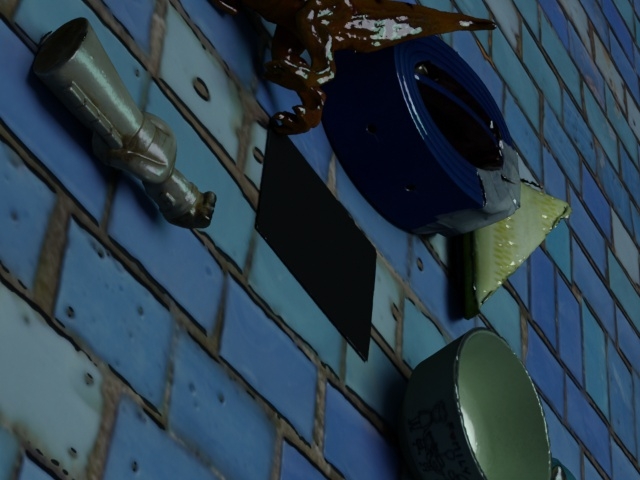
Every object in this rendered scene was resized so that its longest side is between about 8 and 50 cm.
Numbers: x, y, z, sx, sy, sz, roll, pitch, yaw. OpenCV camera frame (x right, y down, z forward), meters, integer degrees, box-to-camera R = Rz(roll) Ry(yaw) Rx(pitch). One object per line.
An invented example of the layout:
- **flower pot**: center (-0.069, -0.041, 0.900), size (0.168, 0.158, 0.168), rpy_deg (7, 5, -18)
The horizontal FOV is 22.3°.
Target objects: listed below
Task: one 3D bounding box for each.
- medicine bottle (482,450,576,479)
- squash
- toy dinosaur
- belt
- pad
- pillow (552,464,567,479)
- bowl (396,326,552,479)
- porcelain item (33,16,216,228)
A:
- **medicine bottle**: center (0.251, 0.315, 1.980), size (0.258, 0.079, 0.124), rpy_deg (28, 49, -57)
- **squash**: center (0.246, 0.037, 2.125), size (0.169, 0.093, 0.252), rpy_deg (21, 48, -21)
- **toy dinosaur**: center (0.001, -0.217, 1.714), size (0.432, 0.097, 0.208), rpy_deg (23, 63, -33)
- **belt**: center (0.126, -0.128, 1.957), size (0.347, 0.117, 0.212), rpy_deg (31, 45, -55)
- **pad**: center (0.000, 0.000, 1.740), size (0.243, 0.004, 0.163), rpy_deg (51, 32, -39)
- **pillow**: center (0.266, 0.403, 1.902), size (0.208, 0.052, 0.212), rpy_deg (-50, 126, -26)
- **bowl**: center (0.160, 0.212, 1.801), size (0.211, 0.112, 0.211), rpy_deg (39, 41, -43)
- **porcelain item**: center (-0.163, -0.090, 1.390), size (0.213, 0.054, 0.084), rpy_deg (54, 33, -35)
